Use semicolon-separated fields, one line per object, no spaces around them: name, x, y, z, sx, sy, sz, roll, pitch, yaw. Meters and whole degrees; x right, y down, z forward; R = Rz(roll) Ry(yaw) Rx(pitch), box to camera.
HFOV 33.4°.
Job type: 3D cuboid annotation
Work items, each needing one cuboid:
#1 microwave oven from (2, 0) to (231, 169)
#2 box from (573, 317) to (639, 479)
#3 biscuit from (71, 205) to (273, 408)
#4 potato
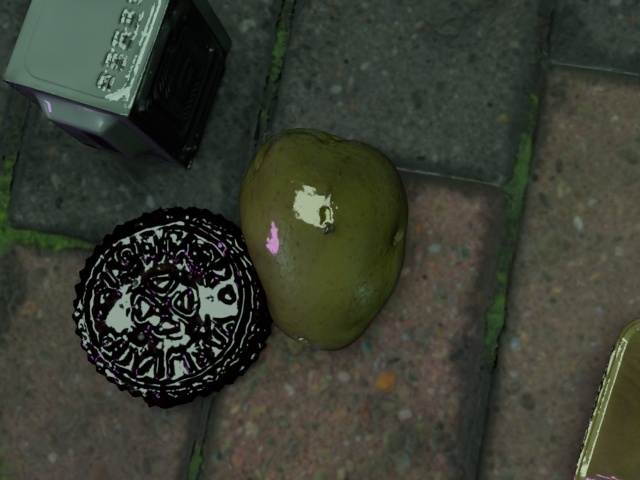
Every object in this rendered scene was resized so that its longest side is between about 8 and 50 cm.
microwave oven;-0.170;-0.160;0.958;0.122;0.208;0.162;17;85;9
box;0.281;0.159;0.916;0.111;0.111;0.177;19;84;9
biscuit;-0.138;0.059;1.003;0.195;0.053;0.194;-1;82;7
potato;0.000;0.000;0.955;0.157;0.157;0.194;8;99;8
